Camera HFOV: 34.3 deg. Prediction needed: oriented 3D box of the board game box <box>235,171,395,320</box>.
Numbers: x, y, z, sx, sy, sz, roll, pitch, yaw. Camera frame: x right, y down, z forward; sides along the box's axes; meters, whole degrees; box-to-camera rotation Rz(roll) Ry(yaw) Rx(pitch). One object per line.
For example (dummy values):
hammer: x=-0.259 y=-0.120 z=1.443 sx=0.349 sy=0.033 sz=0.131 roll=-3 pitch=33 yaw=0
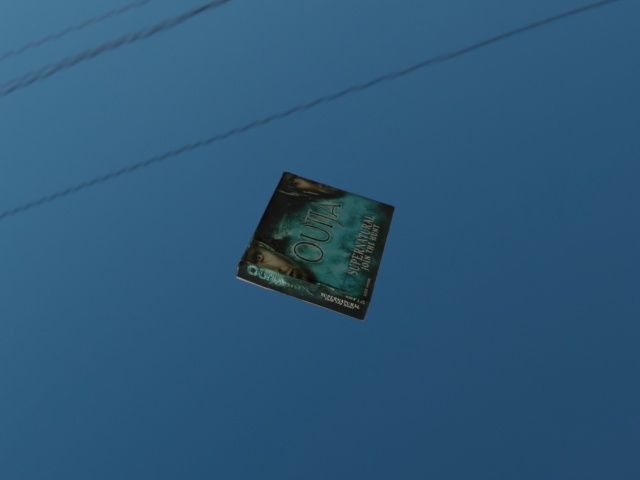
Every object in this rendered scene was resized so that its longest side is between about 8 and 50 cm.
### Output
board game box: x=0.000 y=0.000 z=1.015 sx=0.126 sy=0.026 sz=0.186 roll=18 pitch=-149 yaw=1
